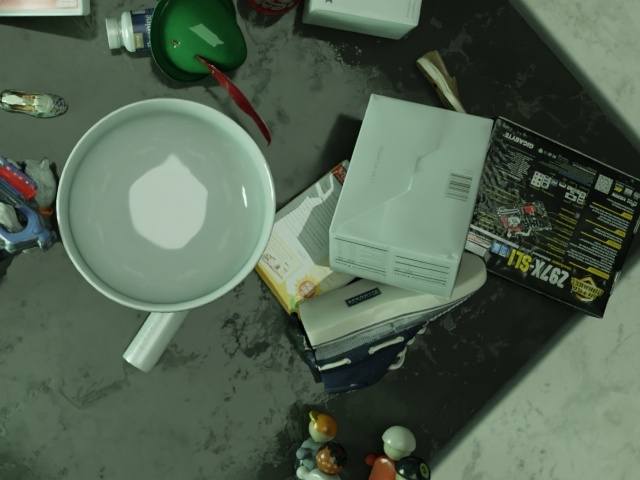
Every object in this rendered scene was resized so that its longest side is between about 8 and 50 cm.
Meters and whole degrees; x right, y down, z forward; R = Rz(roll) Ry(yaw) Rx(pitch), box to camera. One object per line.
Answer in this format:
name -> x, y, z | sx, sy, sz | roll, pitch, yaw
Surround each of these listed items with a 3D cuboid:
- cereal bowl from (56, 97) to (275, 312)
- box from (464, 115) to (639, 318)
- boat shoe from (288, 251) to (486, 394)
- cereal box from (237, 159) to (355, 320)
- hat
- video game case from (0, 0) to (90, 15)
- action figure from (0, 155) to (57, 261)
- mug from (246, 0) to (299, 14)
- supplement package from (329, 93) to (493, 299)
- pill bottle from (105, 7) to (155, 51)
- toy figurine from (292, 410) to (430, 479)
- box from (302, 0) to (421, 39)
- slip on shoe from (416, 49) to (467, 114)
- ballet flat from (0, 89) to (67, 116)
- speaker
cereal bowl -> -0.247, -0.050, 1.541 | 0.338, 0.141, 0.339 | 1, 83, -12
box -> 0.393, -0.040, 1.694 | 0.322, 0.079, 0.257 | 22, 89, -10
boat shoe -> 0.124, 0.140, 1.619 | 0.340, 0.127, 0.158 | -18, 123, -1
cereal box -> 0.000, 0.000, 1.641 | 0.240, 0.047, 0.173 | -37, 96, -8
hat -> -0.140, -0.299, 1.516 | 0.183, 0.208, 0.173 | 31, 82, 36
video game case -> -0.459, -0.495, 1.491 | 0.204, 0.025, 0.285 | 4, 103, 18
action figure -> -0.566, -0.027, 1.519 | 0.330, 0.178, 0.341 | -41, 68, -13
mug -> -0.084, -0.450, 1.556 | 0.150, 0.169, 0.113 | 36, 86, -9
supplement package -> 0.144, -0.070, 1.530 | 0.204, 0.145, 0.262 | 14, 65, 8
pill bottle -> -0.288, -0.345, 1.575 | 0.120, 0.067, 0.067 | -8, 92, -10
toy figurine -> 0.064, 0.380, 1.577 | 0.209, 0.213, 0.148 | 17, 100, -5
box -> 0.075, -0.448, 1.609 | 0.181, 0.119, 0.181 | 8, 90, -10
slip on shoe -> 0.221, -0.270, 1.675 | 0.041, 0.051, 0.135 | -37, 89, -5
ballet flat -> -0.471, -0.223, 1.560 | 0.114, 0.041, 0.041 | 5, 90, -10
speaker -> -0.269, 0.150, 1.594 | 0.055, 0.055, 0.136 | 33, 85, -9
